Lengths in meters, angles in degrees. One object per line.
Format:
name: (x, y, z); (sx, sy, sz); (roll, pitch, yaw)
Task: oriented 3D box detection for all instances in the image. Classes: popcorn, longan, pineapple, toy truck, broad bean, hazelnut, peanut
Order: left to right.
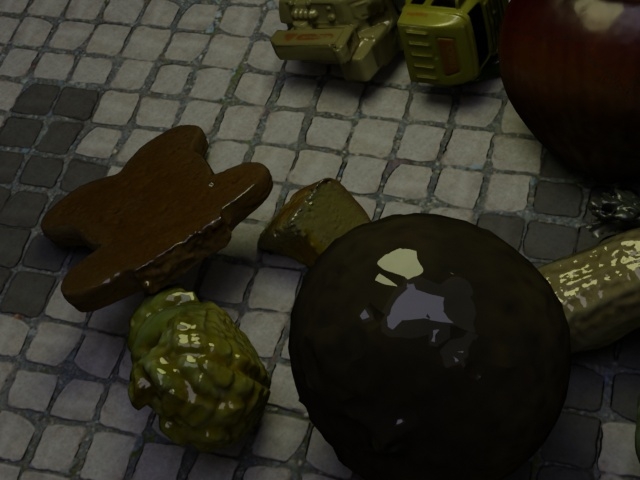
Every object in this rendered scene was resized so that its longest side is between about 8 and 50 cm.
popcorn: (-0.173, 0.195, 1.665); (0.174, 0.225, 0.286); (-42, 23, 2)
toy truck: (0.114, -0.390, 2.003); (0.405, 0.180, 0.254); (11, 55, 27)
longan: (0.139, 0.153, 1.522); (0.391, 0.391, 0.391); (-5, 55, 7)
broad bean: (0.345, -0.324, 2.018); (0.256, 0.053, 0.052); (-18, 97, 1)
peanut: (0.432, 0.069, 1.647); (0.313, 0.152, 0.152); (-27, 51, 22)
hazelnut: (0.480, -0.279, 1.789); (0.359, 0.359, 0.409); (-43, 45, -19)
pineapple: (0.582, -0.027, 1.698); (0.361, 0.175, 0.175); (10, 58, 19)

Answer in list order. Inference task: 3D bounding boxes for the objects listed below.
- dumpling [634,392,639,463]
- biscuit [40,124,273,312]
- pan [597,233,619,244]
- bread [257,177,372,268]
dumpling: (0.510, 0.243, 1.511); (0.270, 0.211, 0.320); (14, 37, -23)
biscuit: (-0.281, -0.033, 1.854); (0.368, 0.076, 0.394); (-36, 33, -14)
pan: (0.439, 0.030, 1.769); (0.115, 0.023, 0.068); (-14, 55, -3)
bread: (0.000, 0.000, 1.859); (0.160, 0.169, 0.140); (42, 66, -12)
